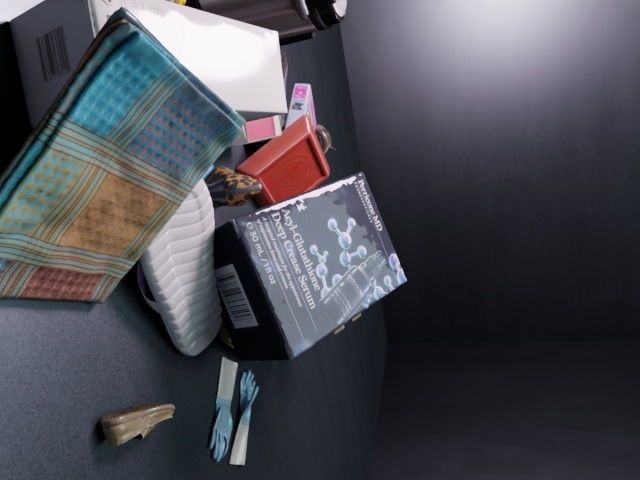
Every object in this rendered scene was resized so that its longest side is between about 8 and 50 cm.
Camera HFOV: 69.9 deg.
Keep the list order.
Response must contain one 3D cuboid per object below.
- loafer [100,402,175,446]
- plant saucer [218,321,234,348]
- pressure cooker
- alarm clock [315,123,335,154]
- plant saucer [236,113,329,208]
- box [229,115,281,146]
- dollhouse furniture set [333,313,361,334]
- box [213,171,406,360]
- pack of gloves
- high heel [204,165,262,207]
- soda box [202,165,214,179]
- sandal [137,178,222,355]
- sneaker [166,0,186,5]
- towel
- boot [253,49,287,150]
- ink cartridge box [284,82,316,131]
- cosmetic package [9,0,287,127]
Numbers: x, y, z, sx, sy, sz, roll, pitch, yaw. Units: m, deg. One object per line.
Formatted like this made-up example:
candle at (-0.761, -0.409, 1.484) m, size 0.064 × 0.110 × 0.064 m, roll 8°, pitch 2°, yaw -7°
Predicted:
loafer at (-0.305, 0.306, 0.769) m, size 0.148 × 0.056 × 0.050 m, roll 18°, pitch 69°, yaw -62°
plant saucer at (-0.201, 0.198, 1.174) m, size 0.188 × 0.045 × 0.188 m, roll 58°, pitch 32°, yaw -58°
pressure cooker at (-0.096, -0.679, 1.099) m, size 0.375 × 0.420 × 0.370 m, roll -43°, pitch 126°, yaw -71°
alarm clock at (-0.038, -0.402, 1.795) m, size 0.192 × 0.129 × 0.064 m, roll 54°, pitch 25°, yaw -7°
plant saucer at (-0.089, -0.200, 1.358) m, size 0.048 × 0.258 × 0.259 m, roll 45°, pitch -9°, yaw 33°
box at (-0.206, -0.294, 1.099) m, size 0.232 × 0.148 × 0.127 m, roll -52°, pitch 134°, yaw -69°
dollhouse furniture set at (-0.042, 0.225, 1.411) m, size 0.259 × 0.262 × 0.135 m, roll -29°, pitch 121°, yaw -36°
box at (-0.038, 0.051, 1.049) m, size 0.395 × 0.212 × 0.294 m, roll -26°, pitch 95°, yaw -41°
pack of gloves at (-0.198, 0.422, 1.126) m, size 0.195 × 0.046 × 0.232 m, roll 60°, pitch 30°, yaw -59°
high heel at (-0.186, -0.126, 1.055) m, size 0.261 × 0.186 × 0.093 m, roll -52°, pitch 135°, yaw -67°
soda box at (-0.291, -0.221, 0.922) m, size 0.067 × 0.071 × 0.210 m, roll -69°, pitch 150°, yaw -53°
sandal at (-0.280, 0.051, 0.861) m, size 0.169 × 0.102 × 0.416 m, roll -44°, pitch 142°, yaw -51°
sneaker at (-0.280, -0.408, 0.974) m, size 0.225 × 0.092 × 0.088 m, roll 62°, pitch 28°, yaw -56°
towel at (-0.269, -0.068, 0.599) m, size 0.370 × 0.040 × 0.271 m, roll -52°, pitch 160°, yaw 3°
boot at (-0.150, -0.401, 1.443) m, size 0.223 × 0.118 × 0.338 m, roll 52°, pitch 46°, yaw -69°
ink cartridge box at (-0.068, -0.326, 1.473) m, size 0.186 × 0.065 × 0.311 m, roll 78°, pitch 20°, yaw -59°
cosmetic package at (-0.239, -0.266, 0.726) m, size 0.365 × 0.196 × 0.155 m, roll -19°, pitch 104°, yaw -55°
